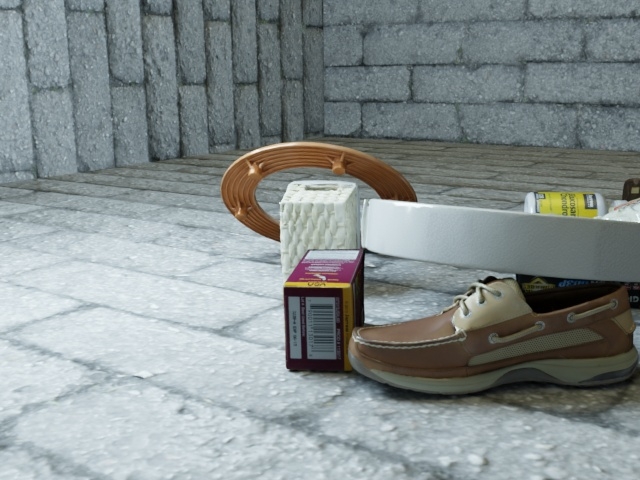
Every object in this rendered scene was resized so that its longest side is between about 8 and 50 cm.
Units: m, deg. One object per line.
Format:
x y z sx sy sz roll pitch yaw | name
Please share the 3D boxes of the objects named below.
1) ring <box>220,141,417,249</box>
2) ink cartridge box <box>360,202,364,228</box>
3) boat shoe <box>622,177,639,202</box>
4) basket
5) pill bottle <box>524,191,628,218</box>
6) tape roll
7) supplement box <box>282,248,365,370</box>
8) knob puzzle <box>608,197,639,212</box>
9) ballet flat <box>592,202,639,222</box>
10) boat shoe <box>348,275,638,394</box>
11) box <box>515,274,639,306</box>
-0.004 -0.056 1.328 0.337 0.032 0.336 6 -29 3 | ring
0.065 -0.045 1.540 0.109 0.062 0.209 12 7 -8 | ink cartridge box
0.776 -0.104 1.788 0.095 0.095 0.257 6 13 3 | boat shoe
0.000 0.000 1.205 0.113 0.167 0.103 1 19 9 | basket
0.484 -0.041 1.486 0.184 0.103 0.103 1 13 8 | pill bottle
0.251 -0.005 1.022 0.392 0.071 0.392 4 4 0 | tape roll
0.009 0.080 0.971 0.081 0.104 0.188 1 12 8 | supplement box
0.571 -0.072 1.313 0.213 0.029 0.213 -19 6 2 | knob puzzle
0.580 -0.014 1.120 0.409 0.146 0.147 14 19 37 | ballet flat
0.190 0.094 0.866 0.325 0.116 0.123 -2 13 -8 | boat shoe
0.395 0.046 1.223 0.175 0.051 0.220 2 13 11 | box
